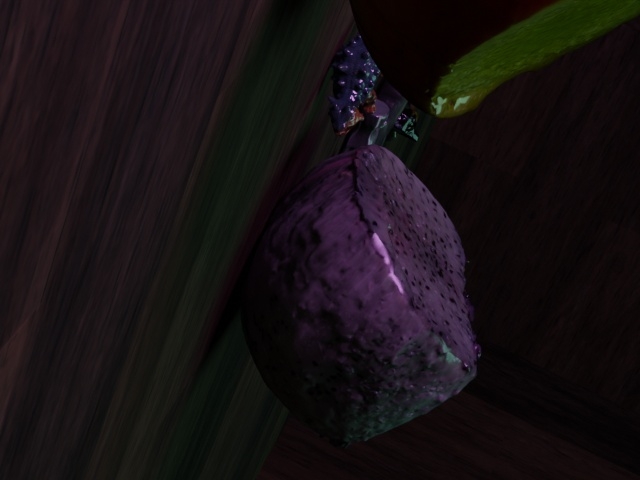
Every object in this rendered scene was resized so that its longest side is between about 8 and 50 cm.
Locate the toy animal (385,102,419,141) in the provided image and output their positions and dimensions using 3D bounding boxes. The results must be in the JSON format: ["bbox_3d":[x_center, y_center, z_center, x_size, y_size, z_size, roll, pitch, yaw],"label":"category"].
[{"bbox_3d":[0.130,-0.224,2.277,0.105,0.070,0.202,-99,-150,-74],"label":"toy animal"}]

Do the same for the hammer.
[{"bbox_3d":[0.078,-0.161,2.036,0.226,0.041,0.158,-60,174,-46],"label":"hammer"}]

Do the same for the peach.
[{"bbox_3d":[0.133,-0.211,1.091,0.274,0.249,0.245,112,-22,-65],"label":"peach"}]

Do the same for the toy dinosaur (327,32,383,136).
[{"bbox_3d":[0.035,-0.162,1.479,0.055,0.049,0.154,64,38,-65],"label":"toy dinosaur"}]

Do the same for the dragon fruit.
[{"bbox_3d":[0.016,0.048,1.583,0.221,0.204,0.283,-36,-155,23],"label":"dragon fruit"}]
